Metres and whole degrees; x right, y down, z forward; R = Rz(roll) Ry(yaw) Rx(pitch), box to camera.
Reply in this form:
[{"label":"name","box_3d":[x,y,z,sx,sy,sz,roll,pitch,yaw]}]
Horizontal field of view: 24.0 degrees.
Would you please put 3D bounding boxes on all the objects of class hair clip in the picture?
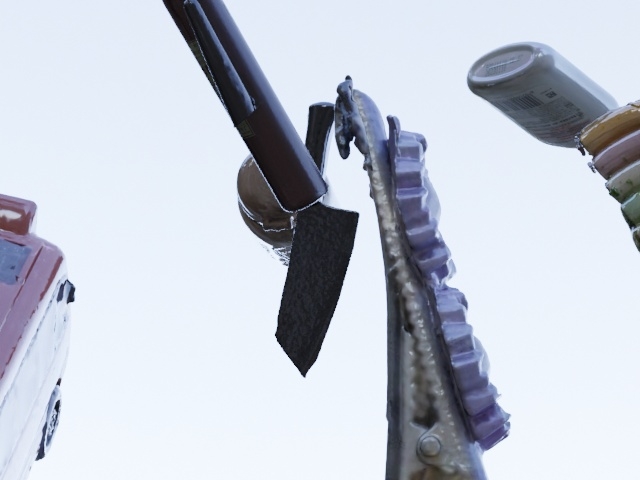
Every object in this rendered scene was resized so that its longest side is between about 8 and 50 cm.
[{"label":"hair clip","box_3d":[0.054,0.037,0.880,0.084,0.292,0.106,-12,-15,5]}]

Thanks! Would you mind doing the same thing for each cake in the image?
[{"label":"cake","box_3d":[0.322,-0.033,1.358,0.090,0.225,0.109,-38,-43,21]}]

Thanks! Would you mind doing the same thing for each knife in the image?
[{"label":"knife","box_3d":[0.000,0.000,1.253,0.060,0.230,0.028,9,-2,12]}]

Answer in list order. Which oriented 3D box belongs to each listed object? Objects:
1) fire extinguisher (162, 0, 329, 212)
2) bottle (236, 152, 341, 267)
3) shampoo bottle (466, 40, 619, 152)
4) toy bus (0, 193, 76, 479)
[{"label":"fire extinguisher","box_3d":[-0.050,-0.091,0.802,0.035,0.049,0.173,-19,-72,38]},{"label":"bottle","box_3d":[-0.033,-0.044,1.509,0.097,0.110,0.209,-4,-14,5]},{"label":"shampoo bottle","box_3d":[0.251,-0.134,1.553,0.108,0.051,0.221,-14,-31,40]},{"label":"toy bus","box_3d":[-0.339,0.149,1.216,0.203,0.427,0.233,13,-56,-1]}]
